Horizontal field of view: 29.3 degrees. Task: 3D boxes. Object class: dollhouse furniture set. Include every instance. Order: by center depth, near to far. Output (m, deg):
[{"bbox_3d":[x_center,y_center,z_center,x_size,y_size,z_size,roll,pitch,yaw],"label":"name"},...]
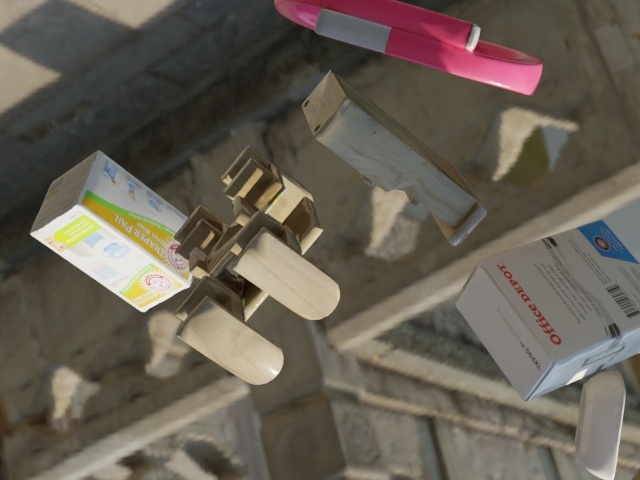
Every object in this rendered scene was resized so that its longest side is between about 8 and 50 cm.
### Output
[{"bbox_3d":[0.000,0.000,1.090,0.161,0.212,0.242,36,104,-20],"label":"dollhouse furniture set"}]

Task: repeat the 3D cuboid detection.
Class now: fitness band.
[{"bbox_3d":[0.091,-0.215,1.275,0.290,0.054,0.209,19,-170,8],"label":"fitness band"}]

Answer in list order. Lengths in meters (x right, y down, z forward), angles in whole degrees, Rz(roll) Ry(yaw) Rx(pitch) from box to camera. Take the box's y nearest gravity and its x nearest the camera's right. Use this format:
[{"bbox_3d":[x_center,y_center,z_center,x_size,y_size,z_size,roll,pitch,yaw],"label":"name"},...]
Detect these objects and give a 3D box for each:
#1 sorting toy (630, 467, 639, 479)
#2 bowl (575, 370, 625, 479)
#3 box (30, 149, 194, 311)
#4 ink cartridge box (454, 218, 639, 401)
[{"bbox_3d":[0.441,0.344,1.320,0.255,0.257,0.089,-45,159,-25],"label":"sorting toy"},{"bbox_3d":[0.396,0.259,1.739,0.053,0.142,0.142,8,-172,8],"label":"bowl"},{"bbox_3d":[-0.274,-0.009,1.681,0.114,0.103,0.203,-27,126,37],"label":"box"},{"bbox_3d":[0.278,0.076,1.389,0.203,0.148,0.086,-16,148,-31],"label":"ink cartridge box"}]
